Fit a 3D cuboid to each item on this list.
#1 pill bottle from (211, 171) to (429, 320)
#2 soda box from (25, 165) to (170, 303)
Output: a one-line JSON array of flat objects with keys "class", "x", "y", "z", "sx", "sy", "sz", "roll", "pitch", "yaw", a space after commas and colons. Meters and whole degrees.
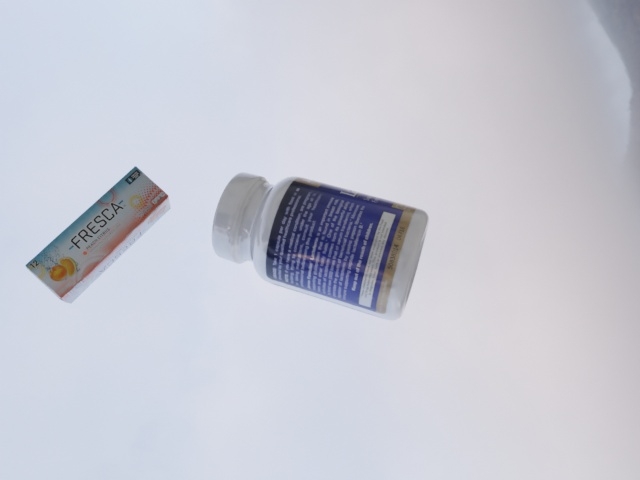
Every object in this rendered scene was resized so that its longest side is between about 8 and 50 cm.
[{"class": "pill bottle", "x": 0.000, "y": 0.000, "z": 0.770, "sx": 0.264, "sy": 0.153, "sz": 0.153, "roll": 16, "pitch": -134, "yaw": 11}, {"class": "soda box", "x": -0.278, "y": -0.007, "z": 0.732, "sx": 0.063, "sy": 0.058, "sz": 0.183, "roll": 42, "pitch": -109, "yaw": 0}]
